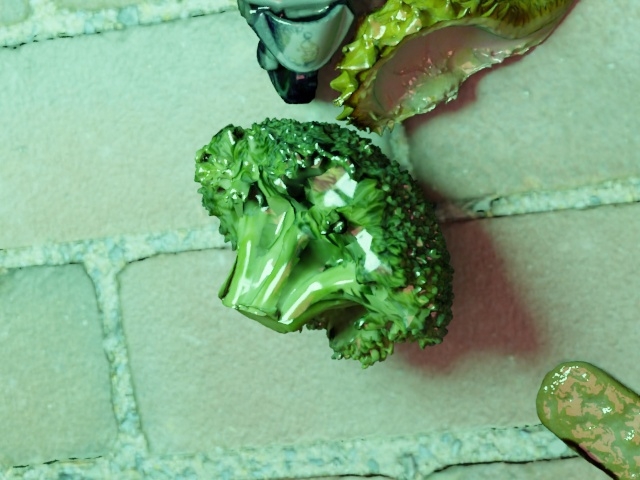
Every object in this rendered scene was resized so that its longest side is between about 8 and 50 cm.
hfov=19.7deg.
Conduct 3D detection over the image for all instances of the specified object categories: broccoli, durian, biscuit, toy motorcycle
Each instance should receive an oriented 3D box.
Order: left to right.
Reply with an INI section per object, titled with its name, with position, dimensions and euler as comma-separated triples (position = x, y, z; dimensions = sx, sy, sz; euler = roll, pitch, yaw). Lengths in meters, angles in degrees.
[toy motorcycle]
position = -0.025, -0.242, 1.479
dimensions = 0.106, 0.159, 0.270
euler = -5, 99, -6
[broccoli]
position = 0.001, -0.003, 1.484
dimensions = 0.226, 0.198, 0.176
euler = 13, 63, -6
[durian]
position = 0.101, -0.173, 1.491
dimensions = 0.224, 0.140, 0.078
euler = -24, 58, -8
[biscuit]
position = 0.246, 0.158, 1.536
dimensions = 0.147, 0.018, 0.071
euler = 36, 103, 8
